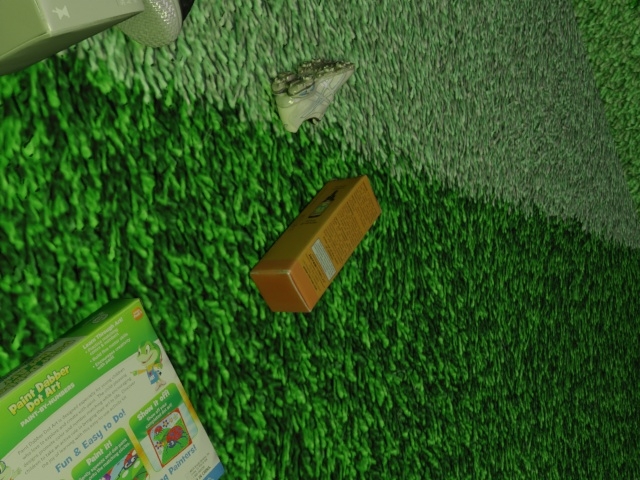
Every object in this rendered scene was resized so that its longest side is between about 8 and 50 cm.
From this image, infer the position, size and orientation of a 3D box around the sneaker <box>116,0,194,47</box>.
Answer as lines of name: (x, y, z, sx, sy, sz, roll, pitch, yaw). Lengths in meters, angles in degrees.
sneaker: (-0.216, -0.363, 0.827, 0.268, 0.101, 0.153, 60, 45, -35)

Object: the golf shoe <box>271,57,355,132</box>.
golf shoe: (-0.009, -0.218, 1.102, 0.176, 0.069, 0.086, -36, 133, -43)

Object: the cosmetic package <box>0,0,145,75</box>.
cosmetic package: (-0.271, -0.215, 0.632, 0.107, 0.238, 0.127, -35, 114, -46)

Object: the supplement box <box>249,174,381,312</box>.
supplement box: (0.000, 0.000, 1.065, 0.233, 0.078, 0.080, -53, 126, -38)

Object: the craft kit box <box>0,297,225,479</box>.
craft kit box: (-0.239, 0.227, 0.773, 0.250, 0.061, 0.246, -40, 119, -45)
